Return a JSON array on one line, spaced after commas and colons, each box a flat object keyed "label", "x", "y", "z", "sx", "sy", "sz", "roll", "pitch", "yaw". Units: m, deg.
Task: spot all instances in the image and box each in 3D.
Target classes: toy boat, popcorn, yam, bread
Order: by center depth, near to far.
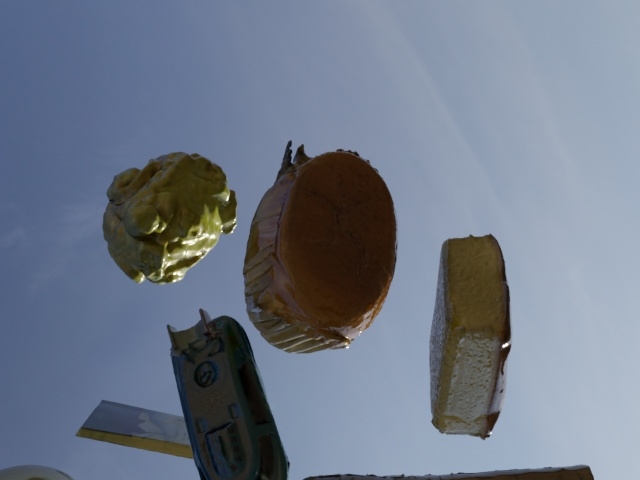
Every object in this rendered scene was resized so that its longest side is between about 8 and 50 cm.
[{"label": "yam", "x": 0.062, "y": 0.131, "z": 0.347, "sx": 0.032, "sy": 0.146, "sz": 0.032, "roll": -6, "pitch": -90, "yaw": -83}, {"label": "toy boat", "x": -0.143, "y": 0.249, "z": 0.966, "sx": 0.298, "sy": 0.134, "sz": 0.092, "roll": 68, "pitch": -170, "yaw": 27}, {"label": "bread", "x": 0.010, "y": 0.005, "z": 1.151, "sx": 0.236, "sy": 0.183, "sz": 0.388, "roll": 31, "pitch": -131, "yaw": -28}, {"label": "popcorn", "x": -0.303, "y": -0.042, "z": 1.306, "sx": 0.235, "sy": 0.242, "sz": 0.250, "roll": 42, "pitch": -136, "yaw": -3}, {"label": "bread", "x": 0.315, "y": 0.202, "z": 1.466, "sx": 0.143, "sy": 0.332, "sz": 0.323, "roll": 3, "pitch": -142, "yaw": 5}]

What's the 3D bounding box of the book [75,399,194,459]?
[{"label": "book", "x": -0.289, "y": 0.357, "z": 1.280, "sx": 0.290, "sy": 0.201, "sz": 0.026, "roll": 13, "pitch": -92, "yaw": -7}]

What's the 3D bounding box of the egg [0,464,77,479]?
[{"label": "egg", "x": -0.428, "y": 0.414, "z": 0.964, "sx": 0.254, "sy": 0.189, "sz": 0.188, "roll": 39, "pitch": -150, "yaw": -69}]
